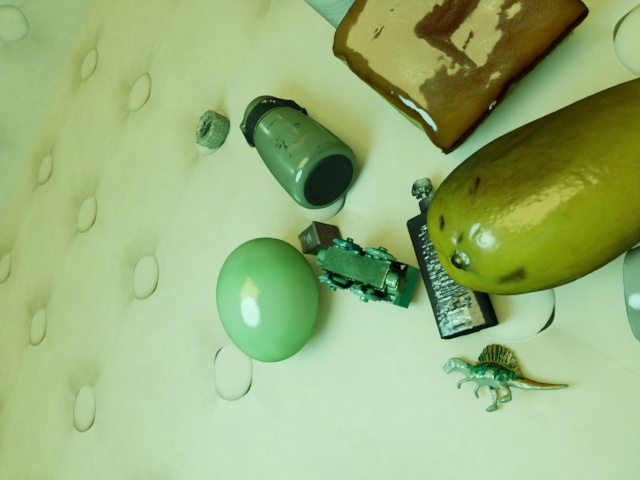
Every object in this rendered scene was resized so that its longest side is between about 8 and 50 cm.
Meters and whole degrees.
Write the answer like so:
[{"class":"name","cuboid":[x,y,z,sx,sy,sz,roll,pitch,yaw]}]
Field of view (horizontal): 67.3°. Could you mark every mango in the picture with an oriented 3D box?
[{"class":"mango","cuboid":[0.369,-0.085,0.710,0.445,0.301,0.220,-32,102,11]}]

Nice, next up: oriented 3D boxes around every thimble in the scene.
[{"class":"thimble","cuboid":[-0.319,-0.321,1.407,0.084,0.062,0.110,43,105,37]}]

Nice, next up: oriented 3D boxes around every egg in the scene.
[{"class":"egg","cuboid":[-0.113,0.126,1.042,0.220,0.220,0.270,-16,78,34]}]

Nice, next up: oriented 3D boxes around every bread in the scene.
[{"class":"bread","cuboid":[0.233,-0.374,0.879,0.333,0.143,0.323,43,108,8]}]

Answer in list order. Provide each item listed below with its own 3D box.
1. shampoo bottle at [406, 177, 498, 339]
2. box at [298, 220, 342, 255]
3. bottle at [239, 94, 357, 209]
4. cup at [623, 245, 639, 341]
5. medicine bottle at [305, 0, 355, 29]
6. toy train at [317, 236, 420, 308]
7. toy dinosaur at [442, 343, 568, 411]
[{"class":"shampoo bottle","cuboid":[0.231,0.021,0.899,0.098,0.071,0.309,-27,64,31]},{"class":"box","cuboid":[0.000,0.000,1.077,0.063,0.084,0.060,-37,60,34]},{"class":"bottle","cuboid":[-0.068,-0.227,1.134,0.168,0.168,0.347,-53,49,15]},{"class":"cup","cuboid":[0.508,0.033,0.584,0.234,0.258,0.186,-7,31,42]},{"class":"medicine bottle","cuboid":[0.053,-0.563,0.981,0.213,0.378,0.214,-9,75,35]},{"class":"toy train","cuboid":[0.092,0.064,0.944,0.198,0.154,0.107,17,86,38]},{"class":"toy dinosaur","cuboid":[0.305,0.225,0.818,0.187,0.044,0.106,-31,47,29]}]
